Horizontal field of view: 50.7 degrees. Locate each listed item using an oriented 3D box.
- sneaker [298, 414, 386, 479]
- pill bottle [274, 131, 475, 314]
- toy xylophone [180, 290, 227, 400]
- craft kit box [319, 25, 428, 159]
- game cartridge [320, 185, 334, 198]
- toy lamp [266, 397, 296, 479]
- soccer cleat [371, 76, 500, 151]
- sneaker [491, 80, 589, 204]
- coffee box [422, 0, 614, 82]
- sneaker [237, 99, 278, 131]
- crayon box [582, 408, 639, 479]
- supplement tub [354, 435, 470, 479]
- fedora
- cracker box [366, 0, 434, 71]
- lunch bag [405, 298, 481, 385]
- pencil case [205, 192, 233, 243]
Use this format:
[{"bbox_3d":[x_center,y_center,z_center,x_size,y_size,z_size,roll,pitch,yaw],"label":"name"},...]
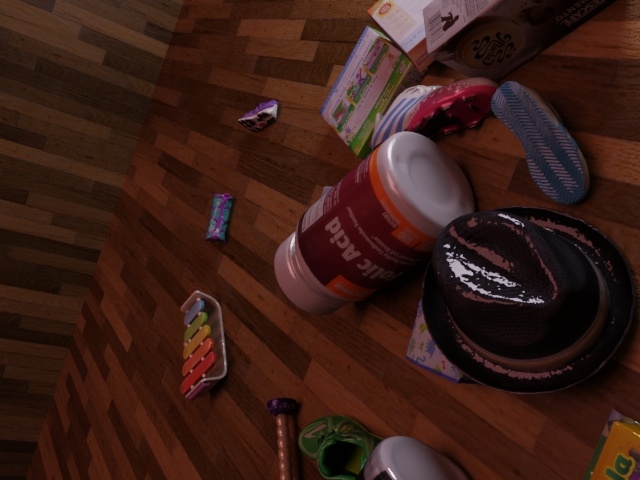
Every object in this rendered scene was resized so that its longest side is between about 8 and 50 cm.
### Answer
[{"bbox_3d":[0.038,0.404,1.319,0.296,0.124,0.109,-5,73,56],"label":"sneaker"},{"bbox_3d":[0.089,-0.016,1.330,0.392,0.224,0.224,-40,46,41],"label":"pill bottle"},{"bbox_3d":[-0.358,0.324,1.979,0.236,0.081,0.322,-52,38,30],"label":"toy xylophone"},{"bbox_3d":[0.116,-0.349,1.591,0.249,0.061,0.246,-59,33,22],"label":"craft kit box"},{"bbox_3d":[0.018,-0.093,1.660,0.056,0.017,0.083,9,84,53],"label":"game cartridge"},{"bbox_3d":[-0.076,0.492,1.496,0.080,0.080,0.274,-38,45,42],"label":"toy lamp"},{"bbox_3d":[0.214,-0.268,1.352,0.331,0.116,0.143,-26,56,49],"label":"soccer cleat"},{"bbox_3d":[0.374,-0.163,1.105,0.087,0.092,0.228,-40,66,38],"label":"sneaker"},{"bbox_3d":[0.344,-0.417,1.176,0.297,0.168,0.118,-31,52,45],"label":"coffee box"},{"bbox_3d":[-0.183,-0.381,2.057,0.170,0.068,0.071,-10,53,45],"label":"sneaker"},{"bbox_3d":[0.424,0.361,0.803,0.323,0.083,0.203,28,100,57],"label":"crayon box"},{"bbox_3d":[0.106,0.500,1.113,0.316,0.194,0.193,-62,35,18],"label":"supplement tub"},{"bbox_3d":[0.277,0.060,1.002,0.334,0.152,0.333,-18,56,28],"label":"fedora"},{"bbox_3d":[0.214,-0.481,1.449,0.156,0.067,0.232,-39,42,12],"label":"cracker box"},{"bbox_3d":[0.221,0.168,1.174,0.151,0.096,0.128,15,89,47],"label":"lunch bag"},{"bbox_3d":[-0.314,-0.068,2.097,0.070,0.065,0.151,160,120,-70],"label":"pencil case"}]
